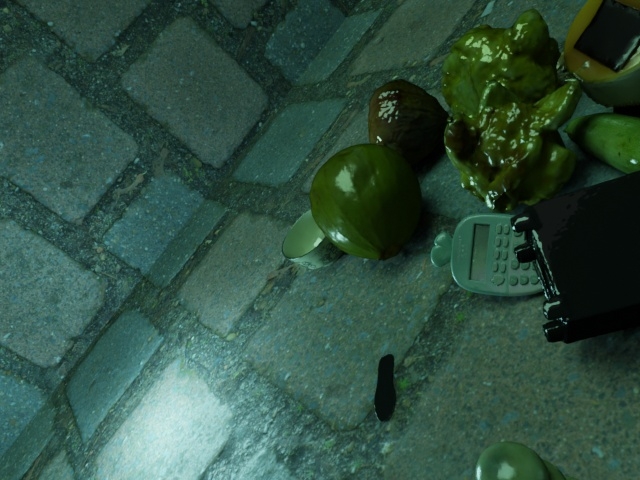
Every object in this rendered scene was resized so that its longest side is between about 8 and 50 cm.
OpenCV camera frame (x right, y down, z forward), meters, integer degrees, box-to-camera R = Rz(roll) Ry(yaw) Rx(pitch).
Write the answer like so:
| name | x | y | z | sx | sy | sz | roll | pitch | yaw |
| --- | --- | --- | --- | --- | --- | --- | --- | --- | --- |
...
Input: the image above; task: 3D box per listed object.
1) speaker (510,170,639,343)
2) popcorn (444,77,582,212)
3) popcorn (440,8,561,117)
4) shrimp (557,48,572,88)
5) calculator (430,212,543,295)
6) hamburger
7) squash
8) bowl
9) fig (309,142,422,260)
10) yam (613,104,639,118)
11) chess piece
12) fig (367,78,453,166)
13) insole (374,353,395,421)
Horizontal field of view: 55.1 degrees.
| name | x | y | z | sx | sy | sz | roll | pitch | yaw |
| --- | --- | --- | --- | --- | --- | --- | --- | --- | --- |
| speaker | 0.496 | 0.041 | 1.088 | 0.254 | 0.184 | 0.232 | -19 | 63 | 13 |
| popcorn | 0.474 | -0.238 | 1.496 | 0.321 | 0.290 | 0.325 | -24 | 57 | 11 |
| popcorn | 0.489 | -0.454 | 1.696 | 0.334 | 0.292 | 0.293 | -1 | 52 | 39 |
| shrimp | 0.708 | -0.499 | 1.731 | 0.236 | 0.053 | 0.133 | -60 | 25 | -12 |
| calculator | 0.395 | 0.031 | 1.378 | 0.295 | 0.042 | 0.184 | 6 | 89 | 27 |
| hamburger | 0.690 | -0.437 | 1.353 | 0.294 | 0.179 | 0.276 | -62 | 33 | 22 |
| squash | 0.669 | -0.233 | 1.390 | 0.118 | 0.118 | 0.370 | -44 | 25 | 9 |
| bowl | 0.000 | 0.000 | 2.024 | 0.238 | 0.126 | 0.237 | -35 | 31 | 25 |
| fig | 0.144 | -0.103 | 1.775 | 0.343 | 0.343 | 0.343 | -34 | 31 | 24 |
| yam | 0.751 | -0.311 | 1.407 | 0.084 | 0.084 | 0.127 | -50 | 29 | -3 |
| chess piece | 0.328 | 0.394 | 0.932 | 0.144 | 0.251 | 0.144 | -35 | 31 | 25 |
| fig | 0.332 | -0.361 | 1.950 | 0.369 | 0.286 | 0.286 | 8 | 52 | 15 |
| insole | 0.157 | 0.354 | 1.486 | 0.064 | 0.004 | 0.188 | -29 | 33 | 31 |
